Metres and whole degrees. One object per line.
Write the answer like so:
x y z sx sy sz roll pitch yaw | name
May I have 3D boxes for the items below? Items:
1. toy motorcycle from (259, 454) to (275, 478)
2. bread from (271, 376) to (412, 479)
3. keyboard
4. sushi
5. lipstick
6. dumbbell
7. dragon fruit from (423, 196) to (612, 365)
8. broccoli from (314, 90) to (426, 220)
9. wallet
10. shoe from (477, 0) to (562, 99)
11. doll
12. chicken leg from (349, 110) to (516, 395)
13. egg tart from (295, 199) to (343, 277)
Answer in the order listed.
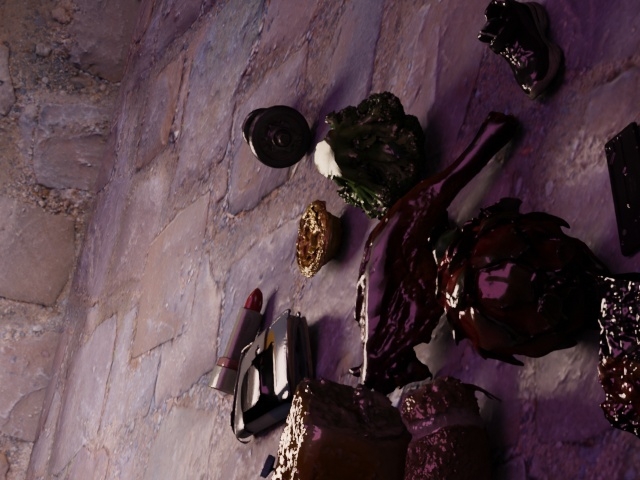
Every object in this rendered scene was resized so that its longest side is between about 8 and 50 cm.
-0.059 0.379 1.815 0.254 0.092 0.136 109 -173 -55 | toy motorcycle
0.037 0.291 1.595 0.195 0.176 0.246 -124 45 -72 | bread
0.333 -0.057 1.398 0.053 0.010 0.155 -45 35 45 | keyboard
0.324 0.110 1.142 0.172 0.153 0.151 3 95 44 | sushi
-0.132 0.170 2.218 0.063 0.057 0.186 -3 66 65 | lipstick
-0.093 -0.194 2.334 0.254 0.110 0.110 -146 75 -72 | dumbbell
0.210 0.048 1.407 0.189 0.182 0.182 -108 41 -67 | dragon fruit
0.072 -0.117 1.854 0.195 0.156 0.195 30 129 46 | broccoli
-0.084 0.214 2.061 0.231 0.069 0.170 -39 44 53 | wallet
0.239 -0.252 1.633 0.071 0.099 0.169 -49 33 37 | shoe
0.139 0.260 1.474 0.114 0.105 0.221 0 64 18 | doll
0.129 0.007 1.681 0.158 0.096 0.407 29 95 45 | chicken leg
0.000 0.000 2.050 0.129 0.049 0.129 -169 90 -67 | egg tart
